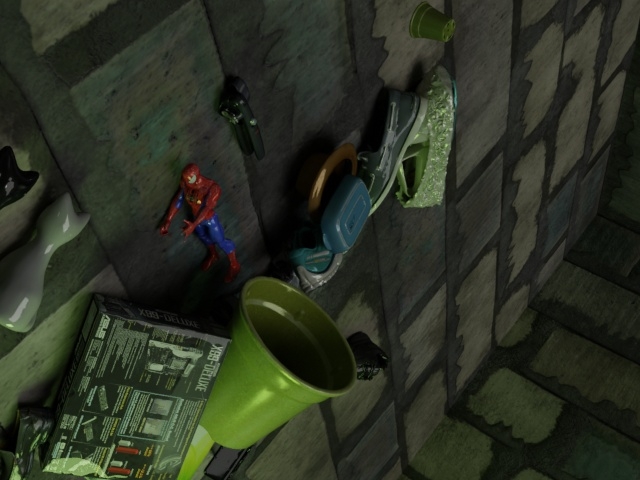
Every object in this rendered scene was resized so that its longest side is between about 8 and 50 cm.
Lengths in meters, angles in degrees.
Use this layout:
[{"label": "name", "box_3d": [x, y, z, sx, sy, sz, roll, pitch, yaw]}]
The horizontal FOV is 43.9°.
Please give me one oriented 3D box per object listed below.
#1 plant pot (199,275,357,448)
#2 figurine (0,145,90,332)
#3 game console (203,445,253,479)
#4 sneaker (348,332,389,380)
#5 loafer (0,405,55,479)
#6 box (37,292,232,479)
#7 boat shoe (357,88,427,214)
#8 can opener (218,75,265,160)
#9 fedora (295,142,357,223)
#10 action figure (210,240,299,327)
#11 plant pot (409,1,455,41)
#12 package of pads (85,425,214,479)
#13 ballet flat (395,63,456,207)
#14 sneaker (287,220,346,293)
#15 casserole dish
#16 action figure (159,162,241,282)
[{"label": "plant pot", "box_3d": [-0.117, 0.253, 1.513, 0.254, 0.276, 0.276, -45, 157, 22]}, {"label": "figurine", "box_3d": [-0.429, 0.001, 1.099, 0.209, 0.092, 0.215, -59, 153, -11]}, {"label": "game console", "box_3d": [-0.229, 0.541, 1.982, 0.122, 0.071, 0.107, -54, -179, -10]}, {"label": "sneaker", "box_3d": [0.091, 0.337, 2.192, 0.286, 0.130, 0.109, -17, 131, -51]}, {"label": "loafer", "box_3d": [-0.507, 0.349, 1.322, 0.061, 0.062, 0.170, 24, 92, -39]}, {"label": "box", "box_3d": [-0.322, 0.267, 1.381, 0.242, 0.076, 0.307, 16, 101, -28]}, {"label": "boat shoe", "box_3d": [0.134, -0.203, 1.839, 0.099, 0.116, 0.319, 20, 110, -18]}, {"label": "can opener", "box_3d": [-0.131, -0.204, 1.413, 0.073, 0.059, 0.186, -49, 149, -21]}, {"label": "fedora", "box_3d": [0.006, -0.130, 1.680, 0.194, 0.079, 0.194, -49, 152, -38]}, {"label": "action figure", "box_3d": [-0.105, 0.120, 1.715, 0.285, 0.099, 0.185, -44, 139, -36]}, {"label": "plant pot", "box_3d": [0.254, -0.478, 1.764, 0.083, 0.079, 0.083, -38, 144, -35]}, {"label": "package of pads", "box_3d": [-0.324, 0.389, 1.598, 0.229, 0.101, 0.296, -56, 152, -5]}, {"label": "ballet flat", "box_3d": [0.249, -0.230, 1.943, 0.147, 0.147, 0.409, -41, 145, -32]}, {"label": "sneaker", "box_3d": [0.000, 0.000, 1.711, 0.110, 0.107, 0.275, 57, 25, -17]}, {"label": "casserole dish", "box_3d": [0.059, -0.055, 1.660, 0.188, 0.037, 0.114, -60, 140, -35]}, {"label": "action figure", "box_3d": [-0.222, -0.010, 1.405, 0.139, 0.091, 0.280, -52, 152, -34]}]
